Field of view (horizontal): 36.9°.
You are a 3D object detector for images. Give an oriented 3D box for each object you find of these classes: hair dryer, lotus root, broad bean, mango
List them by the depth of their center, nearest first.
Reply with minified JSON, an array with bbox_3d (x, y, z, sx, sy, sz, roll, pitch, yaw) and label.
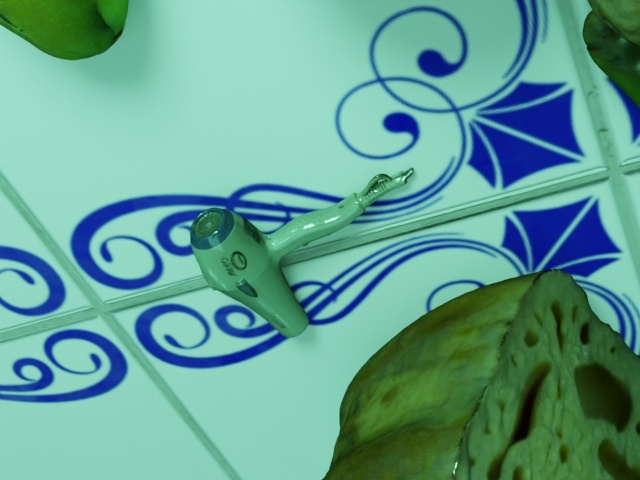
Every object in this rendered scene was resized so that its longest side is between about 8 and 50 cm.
[{"bbox_3d":[-0.201,-0.206,0.633,0.125,0.111,0.233,8,145,14],"label":"mango"},{"bbox_3d":[0.315,-0.076,0.723,0.339,0.061,0.077,38,136,-24],"label":"broad bean"},{"bbox_3d":[-0.004,0.015,0.857,0.199,0.067,0.167,-17,138,1],"label":"hair dryer"},{"bbox_3d":[0.149,0.219,0.860,0.316,0.316,0.250,40,139,-26],"label":"lotus root"}]

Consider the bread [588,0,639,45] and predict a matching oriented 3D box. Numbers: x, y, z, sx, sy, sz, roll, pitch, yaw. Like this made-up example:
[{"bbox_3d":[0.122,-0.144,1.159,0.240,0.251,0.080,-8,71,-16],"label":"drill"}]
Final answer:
[{"bbox_3d":[0.267,-0.210,0.572,0.230,0.123,0.230,4,130,5],"label":"bread"}]
